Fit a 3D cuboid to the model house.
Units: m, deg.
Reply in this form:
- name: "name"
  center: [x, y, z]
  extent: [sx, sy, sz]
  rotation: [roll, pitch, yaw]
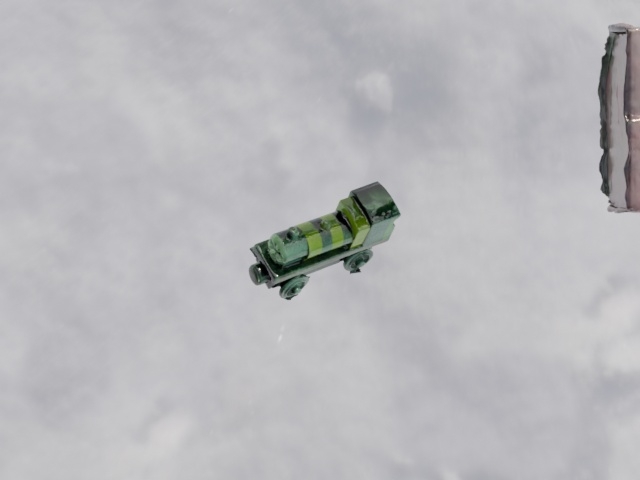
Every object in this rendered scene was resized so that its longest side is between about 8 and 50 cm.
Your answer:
- name: "model house"
  center: [0.475, -0.154, 1.877]
  extent: [0.237, 0.202, 0.237]
  rotation: [-1, 93, 3]

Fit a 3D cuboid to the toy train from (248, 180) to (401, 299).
- name: "toy train"
  center: [0.000, 0.001, 2.030]
  extent: [0.083, 0.200, 0.132]
  rotation: [55, 150, 22]
